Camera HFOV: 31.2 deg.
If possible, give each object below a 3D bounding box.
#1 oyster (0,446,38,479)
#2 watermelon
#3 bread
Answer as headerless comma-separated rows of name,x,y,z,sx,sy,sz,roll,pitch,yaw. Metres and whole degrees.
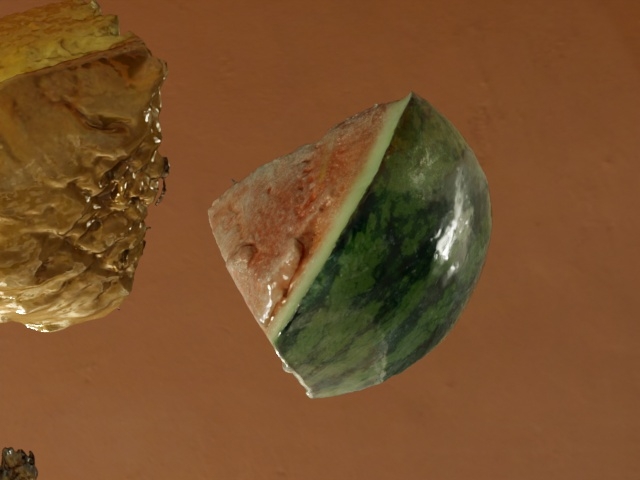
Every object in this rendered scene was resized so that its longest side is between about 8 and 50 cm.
oyster,-0.196,0.232,0.816,0.056,0.177,0.105,-10,-42,-12
watermelon,0.034,0.027,1.179,0.250,0.293,0.283,45,-106,-21
bread,-0.194,-0.042,0.744,0.140,0.143,0.229,-11,-46,-33
